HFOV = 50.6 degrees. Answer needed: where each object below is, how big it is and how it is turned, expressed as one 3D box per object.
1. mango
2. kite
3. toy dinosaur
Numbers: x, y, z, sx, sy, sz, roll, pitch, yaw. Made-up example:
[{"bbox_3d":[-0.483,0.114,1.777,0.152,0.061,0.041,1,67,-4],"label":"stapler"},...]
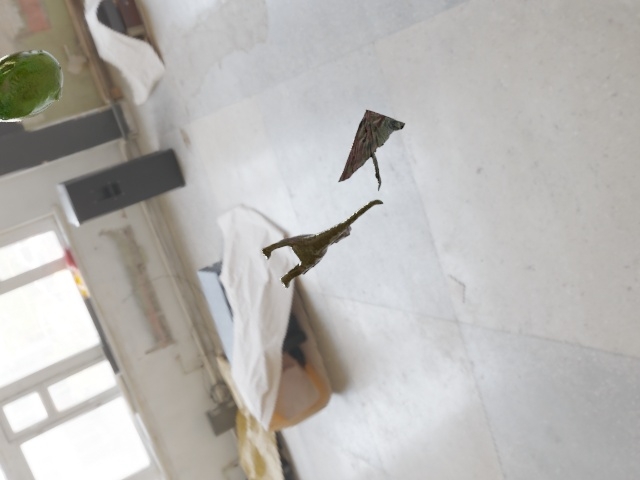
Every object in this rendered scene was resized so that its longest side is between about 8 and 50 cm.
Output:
[{"bbox_3d":[-0.519,-0.265,1.185,0.100,0.178,0.119,18,130,8],"label":"mango"},{"bbox_3d":[0.071,-0.121,0.926,0.011,0.139,0.157,36,159,33],"label":"kite"},{"bbox_3d":[-0.002,-0.004,1.188,0.072,0.199,0.251,57,171,14],"label":"toy dinosaur"}]
